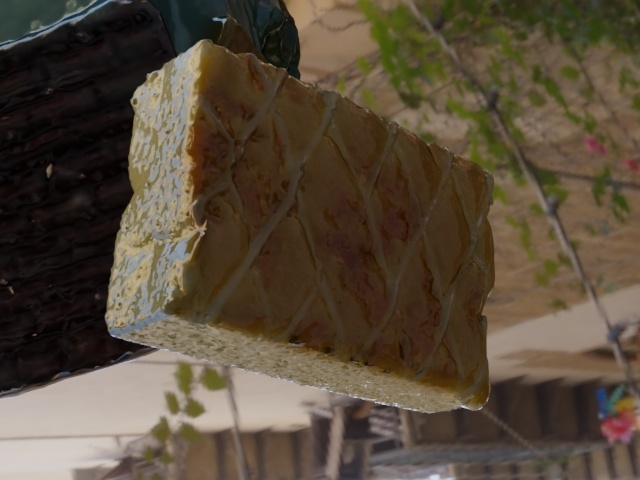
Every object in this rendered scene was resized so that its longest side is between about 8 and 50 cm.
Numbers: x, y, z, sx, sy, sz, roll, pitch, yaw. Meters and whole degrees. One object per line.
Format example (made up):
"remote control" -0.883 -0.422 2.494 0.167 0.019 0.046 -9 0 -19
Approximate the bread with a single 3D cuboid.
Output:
"bread" 0.001 0.000 0.561 0.188 0.068 0.125 20 -116 -38

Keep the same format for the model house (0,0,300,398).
"model house" -0.141 -0.008 0.681 0.230 0.280 0.248 46 -151 -63
